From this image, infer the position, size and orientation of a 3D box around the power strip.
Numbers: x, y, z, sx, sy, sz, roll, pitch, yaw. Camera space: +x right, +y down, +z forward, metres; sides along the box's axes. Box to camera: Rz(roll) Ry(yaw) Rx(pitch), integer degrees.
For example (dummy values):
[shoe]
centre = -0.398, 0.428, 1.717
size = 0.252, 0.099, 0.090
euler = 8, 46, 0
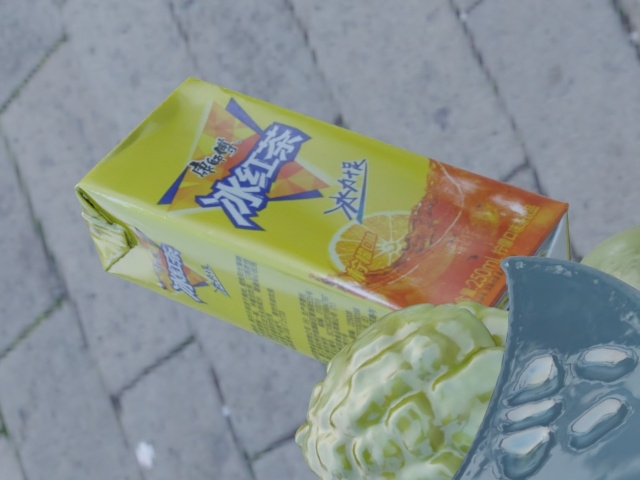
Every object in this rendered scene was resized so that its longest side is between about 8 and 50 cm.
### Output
[power strip]
centre = 0.024, 0.115, 0.426
size = 0.054, 0.253, 0.167
euler = 48, 166, -24

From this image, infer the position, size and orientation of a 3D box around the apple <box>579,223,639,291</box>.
[apple]
centre = 0.389, 0.121, 1.691
size = 0.254, 0.292, 0.292
euler = -10, 94, 21

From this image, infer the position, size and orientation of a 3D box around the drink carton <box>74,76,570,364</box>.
[drink carton]
centre = 0.000, 0.000, 1.205
size = 0.351, 0.154, 0.111
euler = 21, 142, 28

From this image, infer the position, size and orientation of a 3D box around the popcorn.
[popcorn]
centre = 0.080, 0.102, 0.749
size = 0.173, 0.142, 0.173
euler = 14, 137, 14
